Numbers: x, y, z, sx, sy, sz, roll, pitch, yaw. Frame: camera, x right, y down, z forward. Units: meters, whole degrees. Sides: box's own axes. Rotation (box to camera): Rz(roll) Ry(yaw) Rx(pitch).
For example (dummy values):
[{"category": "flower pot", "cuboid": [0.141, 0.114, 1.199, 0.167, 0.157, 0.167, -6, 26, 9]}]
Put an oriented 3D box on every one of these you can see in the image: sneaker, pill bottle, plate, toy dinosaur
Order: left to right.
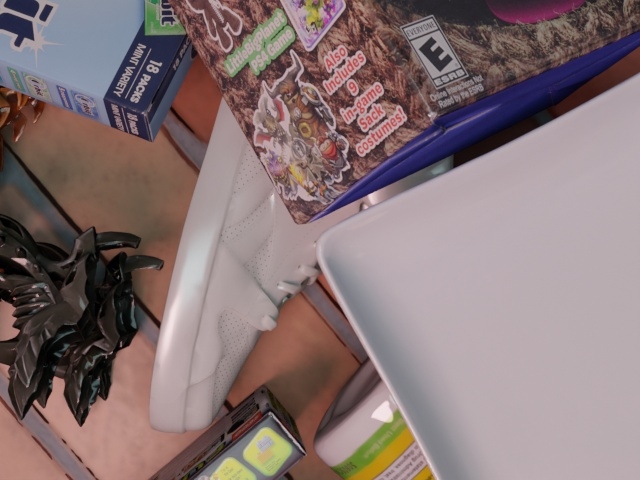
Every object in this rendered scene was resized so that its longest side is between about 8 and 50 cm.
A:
[{"category": "toy dinosaur", "cuboid": [-0.228, 0.010, 0.777, 0.218, 0.164, 0.322, 29, 106, 9]}, {"category": "sneaker", "cuboid": [0.000, 0.000, 0.810, 0.169, 0.108, 0.293, 17, 89, -2]}, {"category": "pill bottle", "cuboid": [0.128, 0.158, 0.805, 0.245, 0.136, 0.136, 41, 88, -2]}, {"category": "plate", "cuboid": [0.172, 0.064, 0.733, 0.278, 0.045, 0.277, -27, 86, -12]}]

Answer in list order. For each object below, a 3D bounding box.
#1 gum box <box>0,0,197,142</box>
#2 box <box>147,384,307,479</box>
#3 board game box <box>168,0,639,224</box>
[{"category": "gum box", "cuboid": [-0.155, -0.163, 0.771, 0.184, 0.041, 0.157, 20, 69, 8]}, {"category": "box", "cuboid": [-0.102, 0.178, 0.803, 0.207, 0.114, 0.036, -40, 95, -2]}, {"category": "board game box", "cuboid": [0.031, -0.195, 0.718, 0.232, 0.141, 0.291, -27, 84, -36]}]
